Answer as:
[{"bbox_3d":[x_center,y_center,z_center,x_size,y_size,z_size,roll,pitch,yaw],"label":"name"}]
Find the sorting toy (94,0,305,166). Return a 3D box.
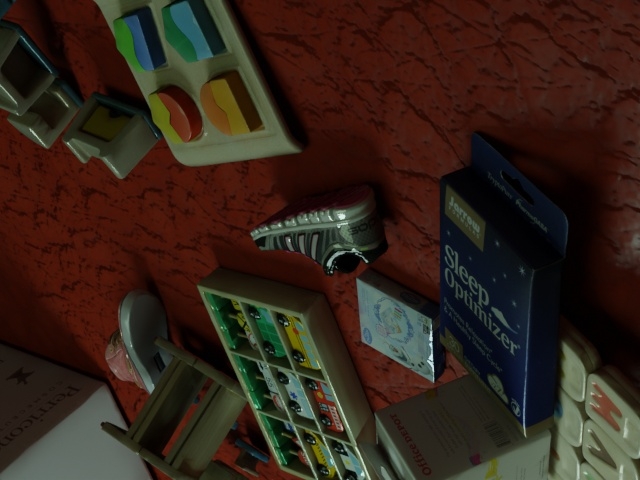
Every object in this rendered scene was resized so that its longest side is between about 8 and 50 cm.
[{"bbox_3d":[-0.124,-0.156,1.393,0.193,0.038,0.208,-3,122,52],"label":"sorting toy"}]

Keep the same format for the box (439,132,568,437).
[{"bbox_3d":[0.144,0.037,1.220,0.136,0.036,0.225,49,152,44],"label":"box"}]

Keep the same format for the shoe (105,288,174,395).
[{"bbox_3d":[-0.224,0.118,1.790,0.081,0.063,0.178,21,143,31],"label":"shoe"}]

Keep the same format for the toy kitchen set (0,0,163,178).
[{"bbox_3d":[-0.259,-0.184,1.494,0.166,0.122,0.207,22,160,36],"label":"toy kitchen set"}]

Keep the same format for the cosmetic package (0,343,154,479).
[{"bbox_3d":[-0.469,0.373,2.120,0.393,0.329,0.327,12,133,43],"label":"cosmetic package"}]

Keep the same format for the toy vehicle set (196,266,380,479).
[{"bbox_3d":[-0.022,0.157,1.608,0.166,0.035,0.267,12,133,45],"label":"toy vehicle set"}]

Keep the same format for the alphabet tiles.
[{"bbox_3d":[0.224,0.196,1.274,0.278,0.021,0.284,48,155,40],"label":"alphabet tiles"}]

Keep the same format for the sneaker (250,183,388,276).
[{"bbox_3d":[0.000,0.000,1.383,0.170,0.063,0.075,-12,108,50],"label":"sneaker"}]

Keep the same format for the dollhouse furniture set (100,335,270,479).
[{"bbox_3d":[-0.140,0.218,1.775,0.129,0.129,0.183,29,173,31],"label":"dollhouse furniture set"}]

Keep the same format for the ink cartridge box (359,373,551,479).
[{"bbox_3d":[0.113,0.187,1.303,0.090,0.143,0.092,85,160,-45],"label":"ink cartridge box"}]

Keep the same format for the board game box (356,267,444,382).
[{"bbox_3d":[0.076,0.080,1.418,0.090,0.020,0.090,28,143,30],"label":"board game box"}]
